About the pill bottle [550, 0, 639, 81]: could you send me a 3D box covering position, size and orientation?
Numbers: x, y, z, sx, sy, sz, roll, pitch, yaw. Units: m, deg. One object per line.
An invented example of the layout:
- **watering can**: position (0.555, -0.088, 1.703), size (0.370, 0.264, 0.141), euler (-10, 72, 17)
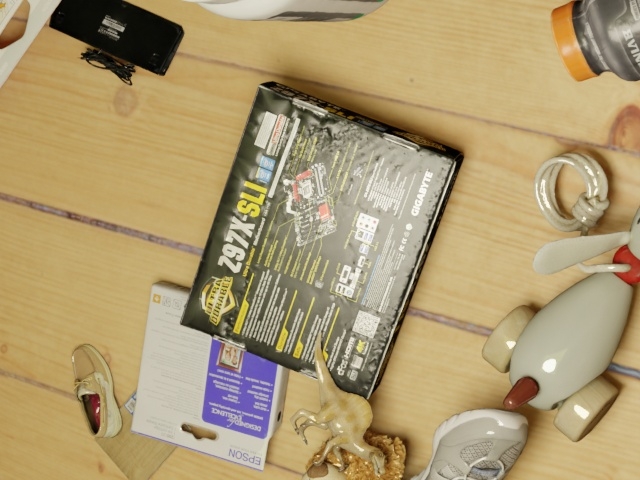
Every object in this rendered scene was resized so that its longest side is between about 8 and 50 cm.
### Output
- **pill bottle**: position (0.373, -0.249, 1.515), size (0.246, 0.130, 0.130), euler (-19, 89, 27)

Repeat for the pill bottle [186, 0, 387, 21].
- **pill bottle**: position (-0.049, -0.346, 1.570), size (0.204, 0.361, 0.204), euler (4, 99, 24)

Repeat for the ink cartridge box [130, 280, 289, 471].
- **ink cartridge box**: position (-0.142, 0.177, 1.864), size (0.206, 0.045, 0.208), euler (14, 101, 21)

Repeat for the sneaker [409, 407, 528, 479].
- **sneaker**: position (0.170, 0.299, 1.657), size (0.105, 0.115, 0.281), euler (9, 136, -16)

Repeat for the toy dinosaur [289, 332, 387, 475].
- **toy dinosaur**: position (0.013, 0.210, 1.703), size (0.093, 0.053, 0.183), euler (-29, 81, -1)

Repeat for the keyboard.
- **keyboard**: position (-0.274, -0.268, 1.879), size (0.192, 0.038, 0.100), euler (26, 84, 21)

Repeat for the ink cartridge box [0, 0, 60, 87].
- **ink cartridge box**: position (-0.454, -0.348, 1.930), size (0.239, 0.060, 0.275), euler (45, 112, 12)

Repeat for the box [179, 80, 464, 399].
- **box**: position (0.000, 0.000, 1.724), size (0.257, 0.079, 0.322), euler (21, 104, 10)

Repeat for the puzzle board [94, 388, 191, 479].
- **puzzle board**: position (-0.244, 0.266, 1.946), size (0.096, 0.011, 0.128), euler (47, 113, 14)

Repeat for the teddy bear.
- **teddy bear**: position (0.019, 0.399, 1.729), size (0.113, 0.245, 0.338), euler (9, 98, -19)

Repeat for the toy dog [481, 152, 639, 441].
- **toy dog**: position (0.290, 0.080, 1.570), size (0.220, 0.161, 0.333), euler (20, 112, 24)

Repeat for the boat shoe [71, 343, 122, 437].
- **boat shoe**: position (-0.313, 0.207, 1.946), size (0.050, 0.045, 0.135), euler (-30, 76, 28)
